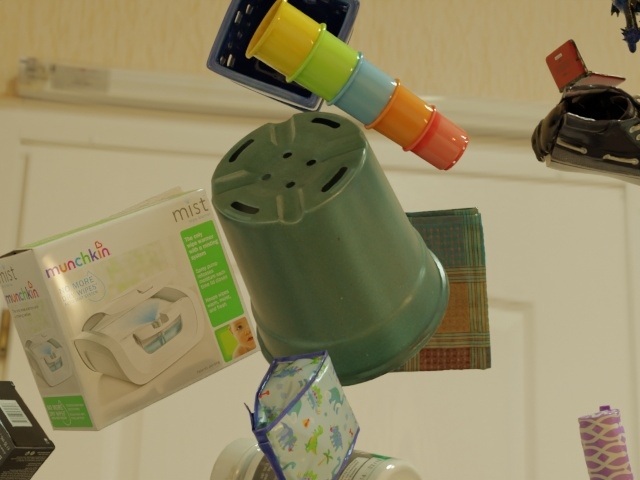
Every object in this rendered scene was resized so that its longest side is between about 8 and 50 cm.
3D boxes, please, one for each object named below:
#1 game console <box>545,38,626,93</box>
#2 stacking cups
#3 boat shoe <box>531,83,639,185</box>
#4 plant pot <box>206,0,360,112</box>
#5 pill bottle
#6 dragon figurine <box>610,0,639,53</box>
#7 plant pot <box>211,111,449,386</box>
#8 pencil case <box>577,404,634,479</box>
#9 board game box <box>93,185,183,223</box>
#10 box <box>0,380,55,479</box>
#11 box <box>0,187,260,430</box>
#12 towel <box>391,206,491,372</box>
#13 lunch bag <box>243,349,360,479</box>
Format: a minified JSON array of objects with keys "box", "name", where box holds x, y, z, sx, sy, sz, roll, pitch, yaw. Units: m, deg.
[{"box":[0.550,-0.358,2.289,0.085,0.124,0.144,-24,-3,-12],"name":"game console"},{"box":[0.060,-0.205,1.456,0.316,0.096,0.096,29,-23,-14],"name":"stacking cups"},{"box":[0.540,-0.177,1.848,0.340,0.127,0.158,3,-24,-2],"name":"boat shoe"},{"box":[-0.064,-0.387,2.179,0.236,0.236,0.212,23,-1,6],"name":"plant pot"},{"box":[-0.011,0.458,1.936,0.361,0.204,0.204,4,-11,37],"name":"pill bottle"},{"box":[0.567,-0.490,2.019,0.085,0.289,0.144,-11,6,5],"name":"dragon figurine"},{"box":[0.000,0.000,1.747,0.341,0.341,0.334,-4,-45,22],"name":"plant pot"},{"box":[0.532,0.411,2.014,0.086,0.206,0.088,-13,-4,40],"name":"pencil case"},{"box":[-0.326,0.030,1.665,0.193,0.053,0.305,-27,-7,-33],"name":"board game box"},{"box":[-0.540,0.336,1.783,0.158,0.156,0.093,-51,-29,14],"name":"box"},{"box":[-0.241,0.083,1.384,0.262,0.231,0.127,-22,7,-40],"name":"box"},{"box":[0.243,0.114,2.492,0.271,0.370,0.040,-4,3,13],"name":"towel"},{"box":[-0.027,0.228,1.312,0.096,0.151,0.129,-13,-64,25],"name":"lunch bag"}]
